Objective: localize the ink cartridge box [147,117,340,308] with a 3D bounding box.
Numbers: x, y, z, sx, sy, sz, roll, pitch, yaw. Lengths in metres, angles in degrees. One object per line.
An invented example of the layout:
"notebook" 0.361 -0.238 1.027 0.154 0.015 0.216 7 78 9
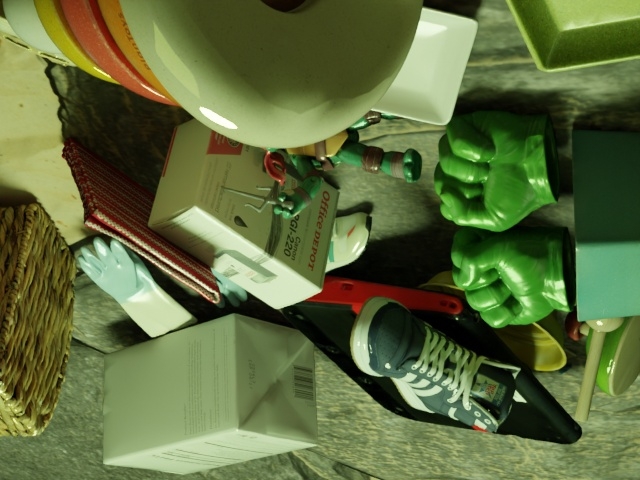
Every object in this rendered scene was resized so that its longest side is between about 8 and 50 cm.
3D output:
"ink cartridge box" -0.088 -0.038 1.804 0.092 0.158 0.218 -21 136 40

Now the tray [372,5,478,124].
"tray" 0.025 -0.215 1.590 0.270 0.030 0.145 12 130 -1

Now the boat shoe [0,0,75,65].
"boat shoe" -0.292 -0.230 1.668 0.170 0.063 0.059 24 149 -2

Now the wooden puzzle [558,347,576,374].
"wooden puzzle" 0.322 0.164 2.123 0.116 0.014 0.078 25 145 -21

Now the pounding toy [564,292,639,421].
"pounding toy" 0.354 0.103 1.867 0.110 0.237 0.183 25 115 26

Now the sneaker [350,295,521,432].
"sneaker" 0.153 0.158 1.839 0.153 0.099 0.282 15 163 32

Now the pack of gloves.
"pack of gloves" -0.217 0.036 2.085 0.195 0.046 0.232 -19 138 18

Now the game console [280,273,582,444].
"game console" 0.150 0.164 2.063 0.342 0.060 0.386 3 150 40

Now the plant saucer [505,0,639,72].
"plant saucer" 0.282 -0.254 1.457 0.188 0.045 0.188 -6 143 26

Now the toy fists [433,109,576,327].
"toy fists" 0.211 -0.021 1.722 0.142 0.096 0.279 -3 119 20

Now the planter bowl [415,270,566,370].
"planter bowl" 0.238 0.078 1.921 0.217 0.090 0.217 25 161 9

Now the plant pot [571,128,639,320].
"plant pot" 0.409 -0.019 1.682 0.234 0.165 0.165 -1 146 9

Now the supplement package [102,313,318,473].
"supplement package" -0.169 0.238 2.207 0.293 0.177 0.175 -18 156 39

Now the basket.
"basket" -0.482 0.120 2.037 0.223 0.299 0.213 -3 147 12

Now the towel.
"towel" -0.225 -0.026 1.808 0.199 0.275 0.031 35 98 -26

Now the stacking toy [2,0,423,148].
"stacking toy" -0.168 -0.263 1.427 0.480 0.350 0.350 3 152 47

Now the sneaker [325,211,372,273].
"sneaker" 0.000 0.000 1.929 0.075 0.057 0.161 23 149 -27

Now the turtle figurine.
"turtle figurine" -0.001 -0.122 1.695 0.234 0.118 0.175 -1 105 16
